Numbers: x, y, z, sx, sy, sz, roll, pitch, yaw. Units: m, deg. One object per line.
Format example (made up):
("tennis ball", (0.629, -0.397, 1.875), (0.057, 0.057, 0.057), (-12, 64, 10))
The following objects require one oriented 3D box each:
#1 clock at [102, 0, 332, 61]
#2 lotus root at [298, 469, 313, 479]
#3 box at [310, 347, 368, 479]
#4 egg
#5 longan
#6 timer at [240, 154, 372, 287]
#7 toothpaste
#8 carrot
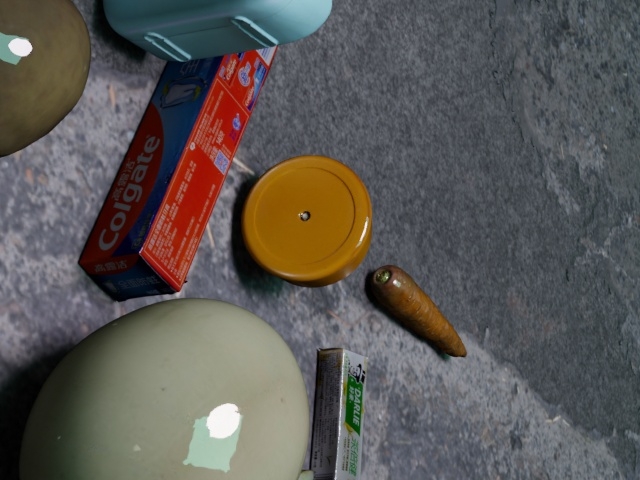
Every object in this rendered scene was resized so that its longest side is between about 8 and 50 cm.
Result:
("clock", (-0.077, -0.304, 1.467), (0.094, 0.223, 0.274), (32, 63, -48))
("lotus root", (-0.078, 0.316, 1.436), (0.138, 0.119, 0.235), (27, 63, -50))
("box", (0.018, 0.215, 1.666), (0.050, 0.041, 0.207), (25, 62, -47))
("egg", (-0.124, 0.164, 1.315), (0.269, 0.219, 0.219), (-33, 111, -37))
("longan", (-0.267, -0.143, 1.227), (0.189, 0.189, 0.189), (17, 69, -53))
("timer", (0.000, 0.000, 1.643), (0.152, 0.132, 0.132), (57, 35, -67))
("toothpaste", (-0.125, -0.090, 1.495), (0.066, 0.076, 0.320), (51, 44, -37))
("carrot", (0.114, 0.086, 1.835), (0.191, 0.047, 0.047), (46, 48, -45))
